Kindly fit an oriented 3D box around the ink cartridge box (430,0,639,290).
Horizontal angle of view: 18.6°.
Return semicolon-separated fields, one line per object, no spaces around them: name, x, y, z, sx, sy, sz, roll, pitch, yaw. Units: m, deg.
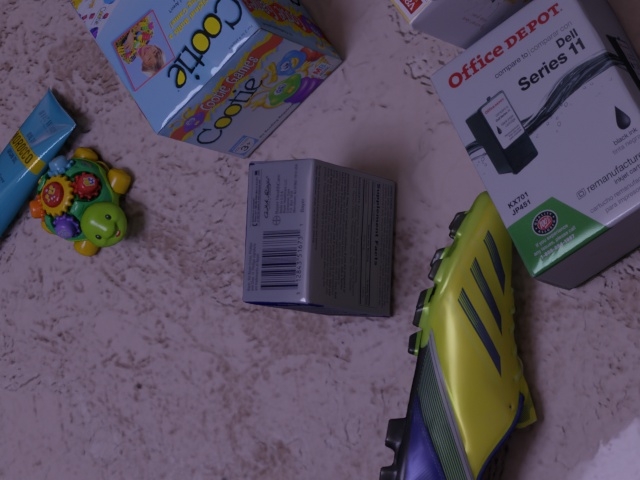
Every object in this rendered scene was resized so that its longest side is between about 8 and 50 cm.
ink cartridge box;0.205;-0.088;1.616;0.153;0.087;0.208;-36;64;23

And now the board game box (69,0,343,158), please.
board game box;-0.130;-0.231;1.820;0.144;0.142;0.275;-44;62;20

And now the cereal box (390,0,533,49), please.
cereal box;0.184;-0.255;1.605;0.240;0.173;0.047;-46;63;20

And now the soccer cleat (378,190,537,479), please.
soccer cleat;0.131;0.104;1.652;0.121;0.093;0.289;13;85;3

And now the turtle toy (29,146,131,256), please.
turtle toy;-0.232;-0.034;1.901;0.130;0.066;0.095;32;100;32

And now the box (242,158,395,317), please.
box;0.000;0.000;1.704;0.072;0.137;0.126;-2;82;34

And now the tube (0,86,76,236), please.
tube;-0.317;-0.054;1.972;0.207;0.052;0.080;-53;46;12
